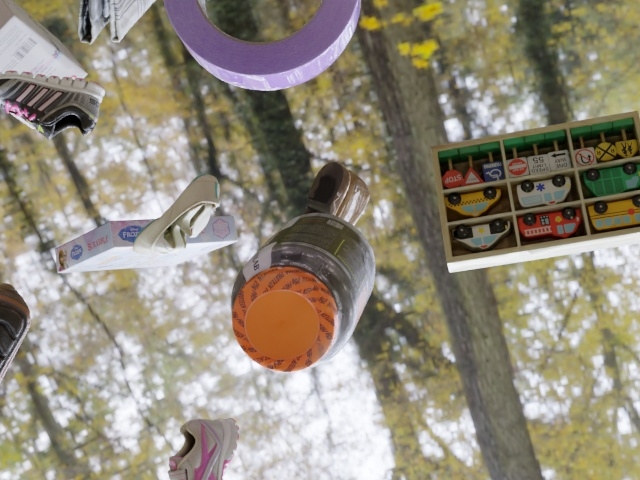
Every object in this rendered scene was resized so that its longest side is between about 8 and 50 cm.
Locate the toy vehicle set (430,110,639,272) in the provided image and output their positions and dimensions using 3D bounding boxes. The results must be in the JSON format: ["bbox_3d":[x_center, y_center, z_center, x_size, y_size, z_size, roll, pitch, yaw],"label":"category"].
[{"bbox_3d":[0.281,-0.062,1.330,0.266,0.035,0.166,-10,-114,8],"label":"toy vehicle set"}]

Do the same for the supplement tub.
[{"bbox_3d":[-0.027,0.085,1.756,0.207,0.207,0.338,-12,-169,13],"label":"supplement tub"}]

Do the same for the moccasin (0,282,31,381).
[{"bbox_3d":[-0.642,0.242,1.846,0.380,0.139,0.147,-63,-157,5],"label":"moccasin"}]

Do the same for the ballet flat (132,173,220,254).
[{"bbox_3d":[-0.270,-0.026,2.003,0.248,0.086,0.086,-44,-169,33],"label":"ballet flat"}]

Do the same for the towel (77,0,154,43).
[{"bbox_3d":[-0.280,-0.498,1.680,0.056,0.312,0.324,24,-135,8],"label":"towel"}]

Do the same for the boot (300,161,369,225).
[{"bbox_3d":[0.000,0.000,2.127,0.112,0.115,0.305,34,-84,46],"label":"boot"}]

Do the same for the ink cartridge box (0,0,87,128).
[{"bbox_3d":[-0.644,-0.384,2.194,0.171,0.232,0.168,-44,-127,3],"label":"ink cartridge box"}]

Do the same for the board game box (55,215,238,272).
[{"bbox_3d":[-0.411,0.010,2.472,0.318,0.066,0.318,-3,171,-37],"label":"board game box"}]

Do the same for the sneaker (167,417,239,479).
[{"bbox_3d":[-0.231,0.437,1.918,0.103,0.111,0.252,-31,-134,55],"label":"sneaker"}]

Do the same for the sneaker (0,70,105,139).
[{"bbox_3d":[-0.356,-0.165,1.322,0.170,0.075,0.063,2,165,-17],"label":"sneaker"}]

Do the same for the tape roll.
[{"bbox_3d":[-0.080,-0.355,1.485,0.274,0.275,0.090,-17,173,2],"label":"tape roll"}]
